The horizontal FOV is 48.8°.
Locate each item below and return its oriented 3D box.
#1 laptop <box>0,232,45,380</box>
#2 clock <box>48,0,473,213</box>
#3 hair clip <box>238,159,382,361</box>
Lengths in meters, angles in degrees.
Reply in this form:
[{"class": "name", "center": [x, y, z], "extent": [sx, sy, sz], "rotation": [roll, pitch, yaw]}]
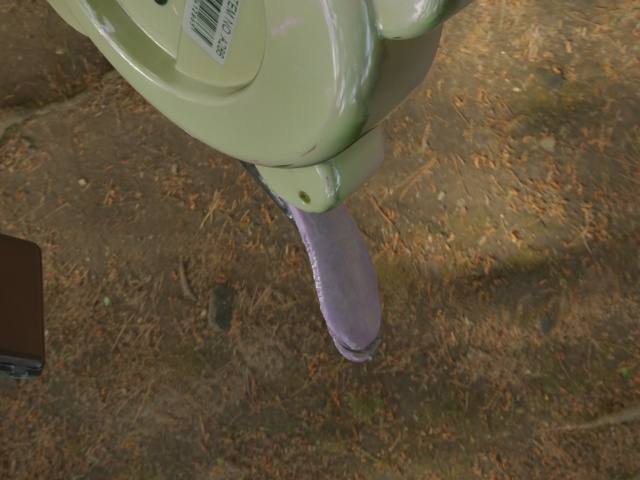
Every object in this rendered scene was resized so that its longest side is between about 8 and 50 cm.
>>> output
[{"class": "laptop", "center": [-0.328, 0.034, 0.568], "extent": [0.207, 0.154, 0.026], "rotation": [19, 124, -37]}, {"class": "clock", "center": [-0.060, -0.181, 0.420], "extent": [0.309, 0.114, 0.284], "rotation": [43, 146, 9]}, {"class": "hair clip", "center": [0.001, -0.001, 0.936], "extent": [0.096, 0.110, 0.358], "rotation": [-29, 104, 9]}]
